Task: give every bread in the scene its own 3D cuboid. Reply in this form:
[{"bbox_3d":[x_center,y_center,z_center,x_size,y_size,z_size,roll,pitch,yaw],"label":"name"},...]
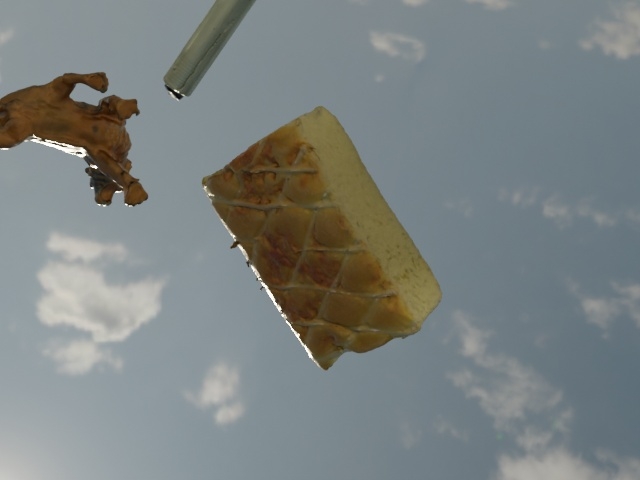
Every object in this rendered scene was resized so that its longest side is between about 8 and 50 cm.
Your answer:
[{"bbox_3d":[0.001,0.001,0.719,0.068,0.125,0.188,-33,-87,-45],"label":"bread"}]

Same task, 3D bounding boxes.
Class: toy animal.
[{"bbox_3d":[-0.268,-0.113,0.861,0.255,0.114,0.116,19,175,-43],"label":"toy animal"}]

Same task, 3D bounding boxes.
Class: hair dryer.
[{"bbox_3d":[-0.101,-0.247,0.937,0.131,0.236,0.073,14,-148,-52],"label":"hair dryer"}]
